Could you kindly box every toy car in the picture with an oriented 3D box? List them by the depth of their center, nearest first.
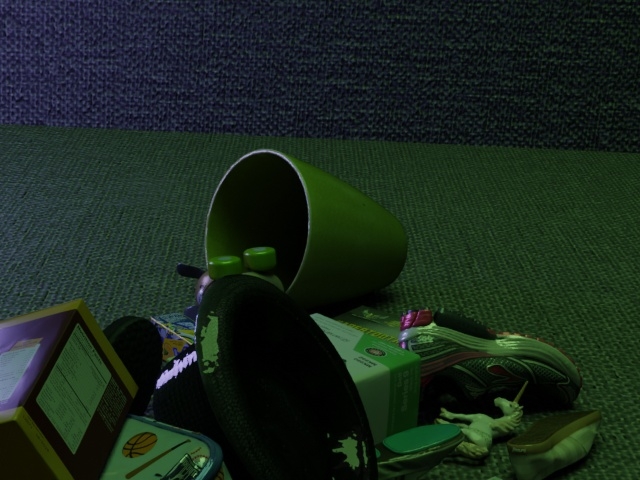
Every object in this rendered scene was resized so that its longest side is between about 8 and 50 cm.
[{"bbox_3d":[-0.165,0.091,2.146,0.188,0.155,0.149,6,15,43],"label":"toy car"}]

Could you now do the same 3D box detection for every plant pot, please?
[{"bbox_3d":[0.000,0.000,2.324,0.293,0.275,0.274,8,10,-42],"label":"plant pot"}]

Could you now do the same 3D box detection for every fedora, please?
[{"bbox_3d":[-0.077,0.207,1.537,0.152,0.334,0.334,-25,6,24],"label":"fedora"}]

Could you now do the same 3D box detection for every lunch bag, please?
[{"bbox_3d":[-0.232,0.291,1.388,0.303,0.115,0.243,5,39,46],"label":"lunch bag"}]

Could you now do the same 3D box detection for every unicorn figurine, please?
[{"bbox_3d":[0.214,0.254,1.846,0.111,0.060,0.162,8,34,13],"label":"unicorn figurine"}]

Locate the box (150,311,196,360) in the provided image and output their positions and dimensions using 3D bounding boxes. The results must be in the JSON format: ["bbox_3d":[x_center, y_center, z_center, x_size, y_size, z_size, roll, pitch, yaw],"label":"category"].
[{"bbox_3d":[-0.192,0.163,2.038,0.054,0.059,0.169,-10,22,-34],"label":"box"}]

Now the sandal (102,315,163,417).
[{"bbox_3d":[-0.327,0.203,1.700,0.107,0.168,0.446,13,20,17],"label":"sandal"}]

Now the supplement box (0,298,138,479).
[{"bbox_3d":[-0.322,0.185,1.392,0.191,0.129,0.194,-15,29,22],"label":"supplement box"}]

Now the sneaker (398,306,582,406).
[{"bbox_3d":[0.238,0.189,1.946,0.299,0.112,0.121,17,-22,-20],"label":"sneaker"}]

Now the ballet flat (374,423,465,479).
[{"bbox_3d":[0.080,0.282,1.686,0.213,0.068,0.072,-11,16,-17],"label":"ballet flat"}]

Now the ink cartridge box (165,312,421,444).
[{"bbox_3d":[-0.037,0.210,1.813,0.211,0.122,0.289,20,24,40],"label":"ink cartridge box"}]

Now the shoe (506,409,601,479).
[{"bbox_3d":[0.313,0.273,1.808,0.076,0.058,0.219,-9,3,38],"label":"shoe"}]

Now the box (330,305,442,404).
[{"bbox_3d":[0.102,0.173,2.068,0.231,0.056,0.183,16,22,35],"label":"box"}]

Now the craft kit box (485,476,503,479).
[{"bbox_3d":[0.206,0.361,1.497,0.249,0.061,0.246,-13,21,-43],"label":"craft kit box"}]
